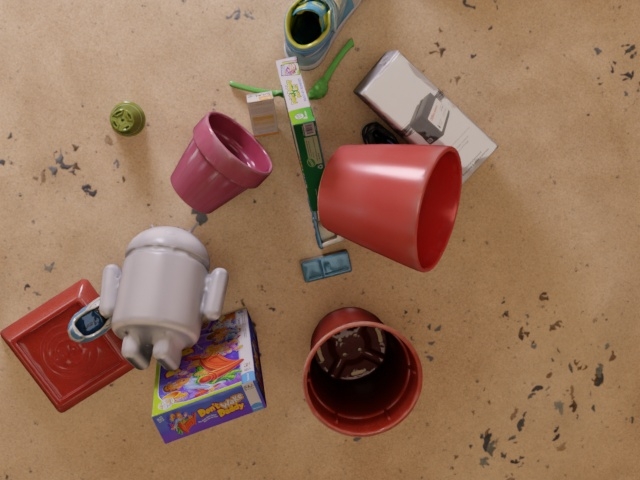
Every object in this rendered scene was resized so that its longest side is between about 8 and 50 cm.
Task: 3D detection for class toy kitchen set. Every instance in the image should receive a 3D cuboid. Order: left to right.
[{"bbox_3d":[0.000,0.000,1.929,0.122,0.166,0.207,-14,101,-2],"label":"toy kitchen set"}]

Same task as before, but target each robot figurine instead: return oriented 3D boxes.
[{"bbox_3d":[-0.364,0.117,1.869,0.300,0.199,0.353,4,65,5],"label":"robot figurine"}]

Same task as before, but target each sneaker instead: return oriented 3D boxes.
[{"bbox_3d":[-0.497,0.159,1.937,0.237,0.086,0.085,-43,102,-21],"label":"sneaker"},{"bbox_3d":[0.018,-0.538,1.799,0.127,0.208,0.318,24,91,0],"label":"sneaker"},{"bbox_3d":[0.177,-0.186,1.930,0.079,0.121,0.217,-43,101,5],"label":"sneaker"}]

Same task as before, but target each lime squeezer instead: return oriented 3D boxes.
[{"bbox_3d":[-0.053,-0.374,1.911,0.311,0.059,0.109,-19,102,0],"label":"lime squeezer"}]

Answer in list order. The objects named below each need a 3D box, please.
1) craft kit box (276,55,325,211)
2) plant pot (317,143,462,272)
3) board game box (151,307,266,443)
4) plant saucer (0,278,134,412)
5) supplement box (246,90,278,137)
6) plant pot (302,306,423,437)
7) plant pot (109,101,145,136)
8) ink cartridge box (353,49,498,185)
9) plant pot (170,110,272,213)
[{"bbox_3d":[-0.035,-0.235,1.794,0.061,0.246,0.249,-12,134,1],"label":"craft kit box"},{"bbox_3d":[0.143,-0.088,1.736,0.243,0.275,0.274,14,101,24],"label":"plant pot"},{"bbox_3d":[-0.257,0.300,1.870,0.234,0.347,0.078,-20,113,-1],"label":"board game box"},{"bbox_3d":[-0.612,0.267,1.993,0.259,0.048,0.259,-32,101,2],"label":"plant saucer"},{"bbox_3d":[-0.136,-0.296,1.909,0.062,0.036,0.098,-9,130,-3],"label":"supplement box"},{"bbox_3d":[0.083,0.287,1.939,0.273,0.265,0.272,-1,101,-5],"label":"plant pot"},{"bbox_3d":[-0.453,-0.280,1.886,0.083,0.079,0.083,-1,101,-5],"label":"plant pot"},{"bbox_3d":[0.233,-0.283,1.865,0.307,0.223,0.129,41,97,-10],"label":"ink cartridge box"},{"bbox_3d":[-0.242,-0.167,1.877,0.201,0.201,0.180,43,111,-10],"label":"plant pot"}]
